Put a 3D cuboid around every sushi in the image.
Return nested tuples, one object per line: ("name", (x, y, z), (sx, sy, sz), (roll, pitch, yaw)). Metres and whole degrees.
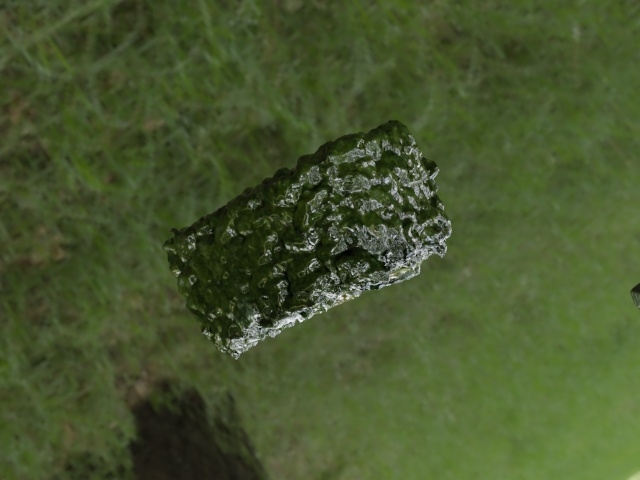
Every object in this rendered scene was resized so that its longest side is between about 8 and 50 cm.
("sushi", (0.000, 0.000, 1.718), (0.294, 0.178, 0.352), (-22, 175, -45))

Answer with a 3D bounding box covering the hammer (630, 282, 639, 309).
("hammer", (0.562, 0.183, 2.035), (0.111, 0.365, 0.043), (-37, -156, -16))
